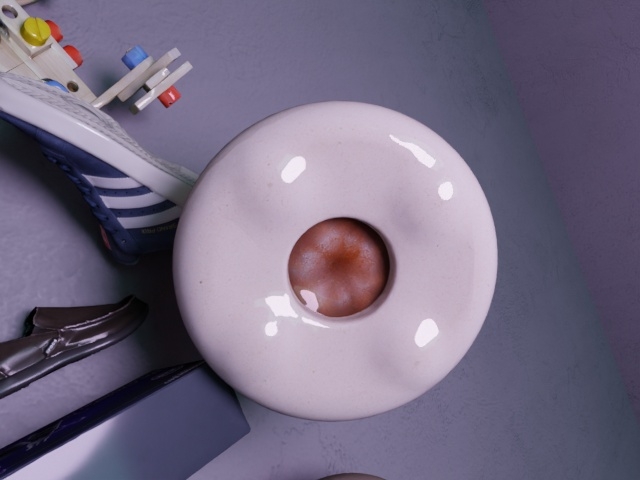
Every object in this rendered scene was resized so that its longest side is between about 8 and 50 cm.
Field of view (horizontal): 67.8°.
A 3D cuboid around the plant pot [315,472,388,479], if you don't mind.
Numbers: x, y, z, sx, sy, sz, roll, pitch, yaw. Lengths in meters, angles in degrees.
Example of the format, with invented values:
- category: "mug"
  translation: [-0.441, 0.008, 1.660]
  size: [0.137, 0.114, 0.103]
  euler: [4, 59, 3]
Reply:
- category: "plant pot"
  translation: [0.063, 0.468, 0.693]
  size: [0.191, 0.284, 0.284]
  euler: [21, 58, -71]

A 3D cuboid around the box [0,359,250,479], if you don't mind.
- category: "box"
  translation: [-0.238, 0.233, 0.510]
  size: [0.261, 0.184, 0.103]
  euler: [-23, 92, -47]

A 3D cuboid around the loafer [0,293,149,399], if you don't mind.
- category: "loafer"
  translation: [-0.307, 0.108, 0.560]
  size: [0.220, 0.080, 0.078]
  euler: [-28, 96, -46]

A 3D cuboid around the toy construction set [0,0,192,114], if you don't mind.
- category: "toy construction set"
  translation: [-0.345, -0.268, 0.623]
  size: [0.328, 0.151, 0.215]
  euler: [41, 50, -13]

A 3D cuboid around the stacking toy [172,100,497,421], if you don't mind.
- category: "stacking toy"
  translation: [0.000, 0.000, 0.703]
  size: [0.351, 0.480, 0.350]
  euler: [-1, 99, -6]

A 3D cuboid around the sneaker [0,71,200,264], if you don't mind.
- category: "sneaker"
  translation: [-0.259, -0.056, 0.597]
  size: [0.148, 0.131, 0.350]
  euler: [-49, 134, 6]
